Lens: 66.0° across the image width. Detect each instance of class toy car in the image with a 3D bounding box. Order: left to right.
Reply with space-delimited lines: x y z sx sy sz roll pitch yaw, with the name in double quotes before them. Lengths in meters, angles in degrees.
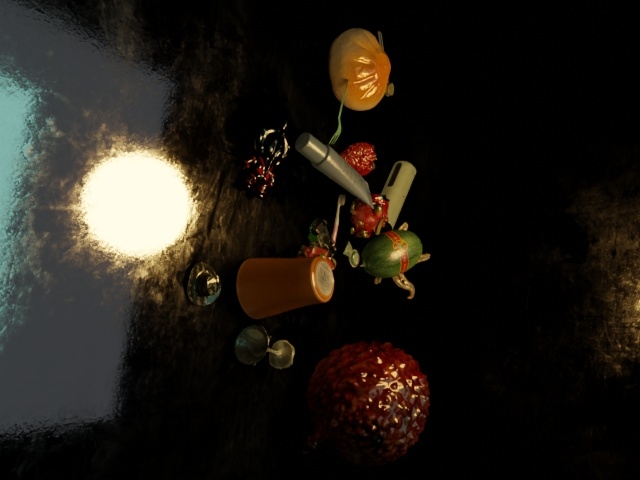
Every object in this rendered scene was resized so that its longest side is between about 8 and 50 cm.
"toy car" 0.000 0.000 1.720 0.071 0.063 0.165 -51 132 -41

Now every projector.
"projector" 0.311 -0.188 2.110 0.108 0.108 0.337 55 50 -41

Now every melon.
"melon" 0.279 0.057 1.984 0.288 0.182 0.182 -24 115 -22

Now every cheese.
"cheese" 0.126 0.061 1.936 0.120 0.026 0.067 54 50 -43

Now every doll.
"doll" -0.162 -0.250 1.462 0.127 0.088 0.248 42 67 -72

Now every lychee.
"lychee" 0.139 0.561 1.683 0.500 0.425 0.424 -24 114 -25

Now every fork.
"fork" 0.073 -0.451 1.751 0.039 0.021 0.235 -20 131 -55

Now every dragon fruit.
"dragon fruit" -0.015 0.102 1.661 0.235 0.135 0.137 77 29 -51
"dragon fruit" 0.189 -0.094 1.906 0.166 0.160 0.171 -160 -105 -83

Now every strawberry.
"strawberry" 0.137 -0.304 1.862 0.131 0.148 0.131 171 -90 -90

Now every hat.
"hat" -0.302 0.117 1.312 0.121 0.050 0.121 -1 92 -53

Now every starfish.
"starfish" 0.332 0.096 2.165 0.327 0.094 0.375 -42 112 -28

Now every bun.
"bun" 0.169 -0.633 1.824 0.299 0.165 0.298 -10 102 -55

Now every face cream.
"face cream" 0.063 -0.246 1.728 0.385 0.086 0.135 32 36 -40

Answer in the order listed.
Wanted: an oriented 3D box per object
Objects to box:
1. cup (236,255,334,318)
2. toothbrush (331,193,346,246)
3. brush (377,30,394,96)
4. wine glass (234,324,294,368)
"cup" -0.095 0.119 1.443 0.226 0.264 0.182 -41 118 -59
"toothbrush" 0.056 -0.038 1.831 0.020 0.025 0.286 28 71 -52
"brush" 0.272 -0.743 2.078 0.062 0.027 0.266 -38 122 -48
"wine glass" -0.162 0.331 1.483 0.183 0.122 0.122 42 59 -54
